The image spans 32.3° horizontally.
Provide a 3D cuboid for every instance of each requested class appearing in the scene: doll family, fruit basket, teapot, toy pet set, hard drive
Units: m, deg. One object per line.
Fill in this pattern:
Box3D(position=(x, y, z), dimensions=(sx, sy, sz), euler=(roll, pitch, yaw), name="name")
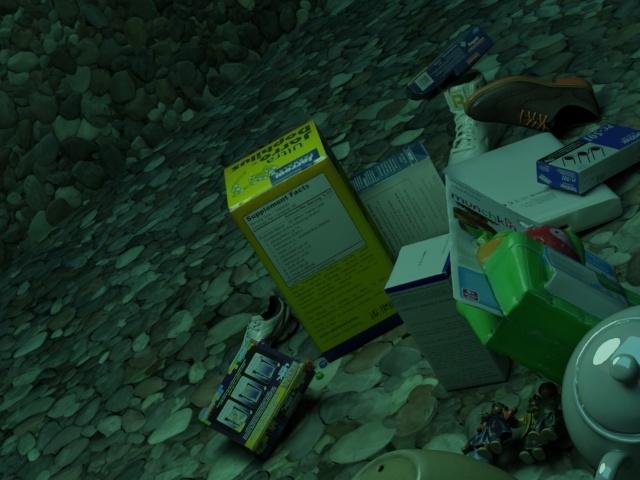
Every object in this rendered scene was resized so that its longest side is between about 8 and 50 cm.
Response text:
Box3D(position=(0.269, 0.260, 1.543), dimensions=(0.193, 0.076, 0.111), euler=(-20, 32, 29), name="doll family")
Box3D(position=(0.331, 0.048, 1.604), dimensions=(0.165, 0.327, 0.353), euler=(-55, 14, 33), name="fruit basket")
Box3D(position=(0.390, 0.184, 1.324), dimensions=(0.252, 0.187, 0.256), euler=(-38, 53, 15), name="teapot")
Box3D(position=(-0.062, 0.245, 1.953), dimensions=(0.114, 0.065, 0.122), euler=(-20, 27, 24), name="toy pet set")
Box3D(position=(0.379, -0.092, 2.047), dimensions=(0.233, 0.047, 0.353), euler=(-19, 26, 0), name="hard drive")

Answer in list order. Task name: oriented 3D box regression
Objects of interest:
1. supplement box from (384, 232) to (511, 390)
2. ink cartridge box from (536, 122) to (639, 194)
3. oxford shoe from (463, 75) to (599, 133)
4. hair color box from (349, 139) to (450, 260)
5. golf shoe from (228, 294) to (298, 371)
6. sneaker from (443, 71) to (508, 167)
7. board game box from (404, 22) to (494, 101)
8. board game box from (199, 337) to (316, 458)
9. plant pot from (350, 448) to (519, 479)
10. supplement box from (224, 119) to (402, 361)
Box3D(position=(0.206, 0.112, 1.711), dimensions=(0.114, 0.220, 0.111), euler=(-17, 28, 32), name="supplement box")
Box3D(position=(0.491, -0.148, 1.983), dimensions=(0.207, 0.046, 0.097), euler=(-26, 31, -31), name="ink cartridge box")
Box3D(position=(0.426, -0.266, 2.216), dimensions=(0.271, 0.097, 0.098), euler=(-6, 47, -3), name="oxford shoe")
Box3D(position=(0.087, -0.030, 2.159), dimensions=(0.347, 0.174, 0.105), euler=(-29, 24, 5), name="hair color box")
Box3D(position=(-0.122, 0.186, 2.107), dimensions=(0.067, 0.086, 0.186), euler=(-1, 40, 45), name="golf shoe")
Box3D(position=(0.297, -0.235, 2.305), dimensions=(0.108, 0.169, 0.292), euler=(-13, 32, 32), name="sneaker")
Box3D(position=(0.271, -0.365, 2.376), dimensions=(0.194, 0.060, 0.194), euler=(-41, -1, 2), name="board game box")
Box3D(position=(-0.108, 0.267, 1.890), dimensions=(0.141, 0.048, 0.170), euler=(21, 75, 40), name="board game box")
Box3D(position=(0.124, 0.362, 1.326), dimensions=(0.284, 0.191, 0.284), euler=(-35, 24, 18), name="plant pot")
Box3D(position=(0.000, 0.000, 1.987), dimensions=(0.194, 0.356, 0.195), euler=(-29, 25, 5), name="supplement box")
